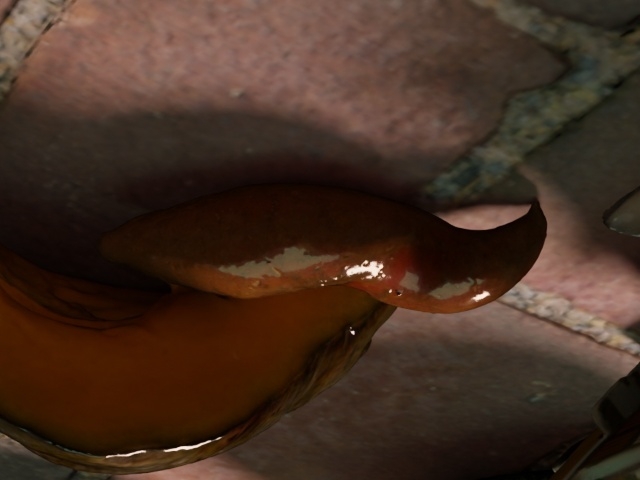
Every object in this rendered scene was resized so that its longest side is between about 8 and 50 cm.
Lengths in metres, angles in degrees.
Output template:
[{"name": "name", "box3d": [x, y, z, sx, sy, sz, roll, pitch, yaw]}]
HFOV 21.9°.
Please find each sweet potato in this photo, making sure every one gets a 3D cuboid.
[{"name": "sweet potato", "box3d": [0.000, 0.002, 0.741, 0.202, 0.055, 0.058, 4, -176, 0]}]

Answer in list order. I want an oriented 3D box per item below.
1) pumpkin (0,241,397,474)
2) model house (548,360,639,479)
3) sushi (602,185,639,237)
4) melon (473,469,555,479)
[{"name": "pumpkin", "box3d": [-0.097, 0.075, 0.791, 0.254, 0.149, 0.130, 13, 138, -11]}, {"name": "model house", "box3d": [0.226, 0.131, 0.711, 0.224, 0.198, 0.215, 54, 142, 1]}, {"name": "sushi", "box3d": [0.244, -0.038, 0.590, 0.273, 0.134, 0.109, -21, 166, 26]}, {"name": "melon", "box3d": [0.121, 0.221, 0.940, 0.288, 0.182, 0.182, -17, 140, 30]}]
